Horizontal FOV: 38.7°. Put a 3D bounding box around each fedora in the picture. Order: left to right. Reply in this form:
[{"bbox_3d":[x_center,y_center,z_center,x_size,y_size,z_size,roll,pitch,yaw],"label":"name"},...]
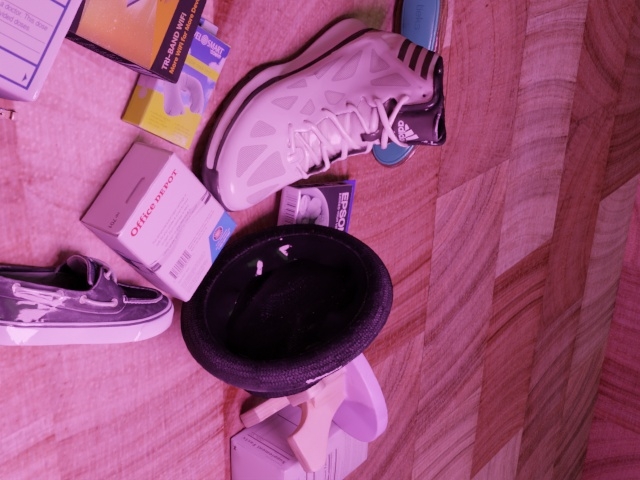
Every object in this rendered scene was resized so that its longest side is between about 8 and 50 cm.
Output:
[{"bbox_3d":[-0.048,0.128,1.412,0.334,0.334,0.153,-44,149,-33],"label":"fedora"}]

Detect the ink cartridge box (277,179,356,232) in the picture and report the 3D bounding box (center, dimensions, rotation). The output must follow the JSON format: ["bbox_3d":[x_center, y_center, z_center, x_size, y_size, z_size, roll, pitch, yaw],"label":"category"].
[{"bbox_3d":[0.000,0.000,1.586,0.208,0.045,0.206,-10,114,-52],"label":"ink cartridge box"}]

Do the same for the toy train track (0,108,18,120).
[{"bbox_3d":[-0.379,-0.146,1.037,0.083,0.014,0.048,1,106,-56],"label":"toy train track"}]

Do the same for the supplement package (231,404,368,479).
[{"bbox_3d":[-0.036,0.388,1.693,0.244,0.139,0.134,-27,129,-43],"label":"supplement package"}]

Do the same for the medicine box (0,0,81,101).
[{"bbox_3d":[-0.338,-0.312,0.821,0.263,0.149,0.289,27,84,-37],"label":"medicine box"}]

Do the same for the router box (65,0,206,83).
[{"bbox_3d":[-0.222,-0.373,1.078,0.243,0.081,0.309,18,92,-56],"label":"router box"}]

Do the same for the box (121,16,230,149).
[{"bbox_3d":[-0.190,-0.224,1.238,0.109,0.042,0.178,23,89,-57],"label":"box"}]

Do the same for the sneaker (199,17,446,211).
[{"bbox_3d":[0.035,-0.184,1.382,0.447,0.257,0.169,-47,140,-30],"label":"sneaker"}]

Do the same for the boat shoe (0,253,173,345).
[{"bbox_3d":[-0.307,0.069,1.181,0.301,0.108,0.102,3,106,-48],"label":"boat shoe"}]

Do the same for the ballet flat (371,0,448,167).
[{"bbox_3d":[0.171,-0.303,1.670,0.124,0.116,0.343,-28,128,-70],"label":"ballet flat"}]

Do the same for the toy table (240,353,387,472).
[{"bbox_3d":[-0.022,0.254,1.568,0.161,0.274,0.252,-28,164,-36],"label":"toy table"}]

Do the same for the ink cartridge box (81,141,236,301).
[{"bbox_3d":[-0.218,-0.024,1.267,0.140,0.082,0.191,-59,144,-16],"label":"ink cartridge box"}]
